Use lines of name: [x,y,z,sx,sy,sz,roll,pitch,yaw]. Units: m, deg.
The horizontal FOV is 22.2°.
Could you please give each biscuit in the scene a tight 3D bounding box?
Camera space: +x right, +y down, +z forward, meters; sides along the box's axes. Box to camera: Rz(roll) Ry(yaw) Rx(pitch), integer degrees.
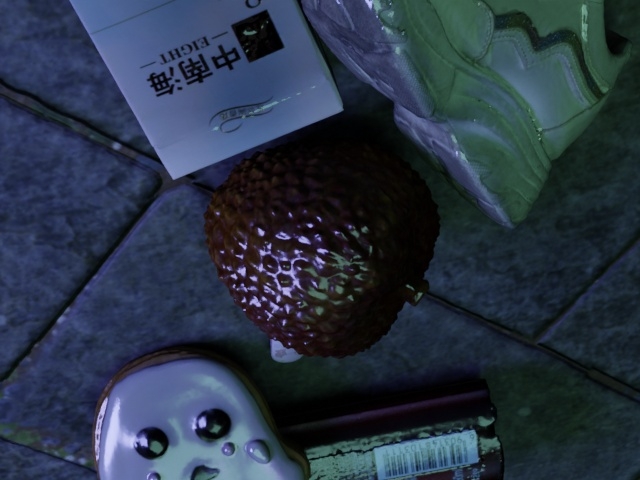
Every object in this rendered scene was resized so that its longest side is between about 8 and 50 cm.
biscuit: [-0.117,0.199,1.492,0.181,0.049,0.208,-30,102,3]

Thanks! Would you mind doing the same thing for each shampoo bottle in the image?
shampoo bottle: [0.011,0.216,1.576,0.323,0.084,0.129,-11,128,-3]

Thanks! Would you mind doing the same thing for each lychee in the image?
lychee: [0.005,0.003,1.330,0.194,0.194,0.194,-7,131,-8]

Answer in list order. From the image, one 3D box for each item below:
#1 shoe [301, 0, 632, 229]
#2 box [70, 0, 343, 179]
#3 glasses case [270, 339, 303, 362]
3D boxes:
shoe: [0.122,-0.179,1.230,0.210,0.132,0.342,-48,134,-5]
box: [-0.094,-0.173,1.229,0.155,0.067,0.243,-20,131,6]
glasses case: [-0.029,0.079,1.488,0.032,0.021,0.083,-6,131,-12]
